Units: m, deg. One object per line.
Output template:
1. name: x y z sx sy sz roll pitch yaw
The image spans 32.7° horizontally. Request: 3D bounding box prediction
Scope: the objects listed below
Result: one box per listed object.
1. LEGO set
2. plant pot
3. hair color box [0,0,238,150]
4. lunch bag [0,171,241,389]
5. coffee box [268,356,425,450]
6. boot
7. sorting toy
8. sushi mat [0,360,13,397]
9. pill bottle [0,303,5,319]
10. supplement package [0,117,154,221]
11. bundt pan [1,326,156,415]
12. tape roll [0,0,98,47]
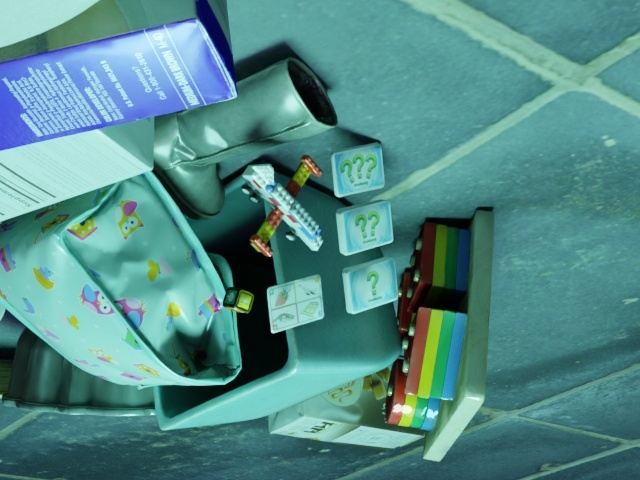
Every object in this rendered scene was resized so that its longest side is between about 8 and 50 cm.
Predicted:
1. LEGO set: 0.000 0.000 1.137 0.244 0.182 0.060 -13 -168 -41
2. plant pot: -0.041 0.087 1.336 0.252 0.247 0.248 12 150 -44
3. hair color box: -0.245 -0.173 0.834 0.339 0.185 0.110 -13 151 8
4. lunch bag: -0.220 0.059 1.195 0.223 0.160 0.262 -10 124 47
5. coffee box: 0.039 0.250 1.758 0.247 0.141 0.098 16 146 -34
6. boot: -0.079 -0.104 1.147 0.209 0.076 0.190 -21 151 16
7. sorting toy: 0.147 0.125 1.418 0.090 0.255 0.257 9 152 -3
8. sushi mat: -0.456 0.210 1.648 0.317 0.019 0.151 3 -165 -14
9. pill bottle: -0.514 0.077 1.363 0.216 0.121 0.121 -15 151 19
10. supplement package: -0.290 -0.115 1.005 0.244 0.139 0.134 -16 150 23
11. bundt pan: -0.261 0.158 1.472 0.331 0.124 0.331 1 178 0
12. tape roll: -0.255 -0.227 0.527 0.392 0.072 0.392 -4 151 -2
